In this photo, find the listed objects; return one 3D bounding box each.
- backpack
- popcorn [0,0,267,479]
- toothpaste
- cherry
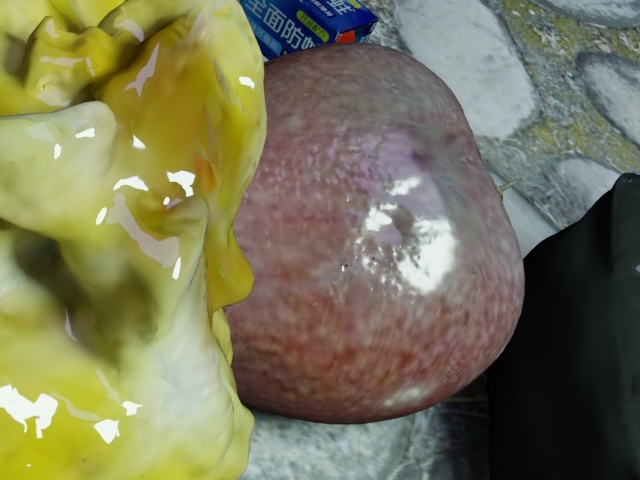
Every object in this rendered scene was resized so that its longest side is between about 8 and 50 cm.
[{"bbox_3d":[0.345,0.146,1.063,0.445,0.255,0.363,20,44,-19],"label":"backpack"},{"bbox_3d":[-0.205,0.030,0.746,0.390,0.344,0.354,-34,55,-18],"label":"popcorn"},{"bbox_3d":[-0.089,-0.265,1.386,0.320,0.076,0.066,42,41,17],"label":"toothpaste"},{"bbox_3d":[0.000,0.000,1.011,0.307,0.221,0.261,-10,66,-23],"label":"cherry"}]
